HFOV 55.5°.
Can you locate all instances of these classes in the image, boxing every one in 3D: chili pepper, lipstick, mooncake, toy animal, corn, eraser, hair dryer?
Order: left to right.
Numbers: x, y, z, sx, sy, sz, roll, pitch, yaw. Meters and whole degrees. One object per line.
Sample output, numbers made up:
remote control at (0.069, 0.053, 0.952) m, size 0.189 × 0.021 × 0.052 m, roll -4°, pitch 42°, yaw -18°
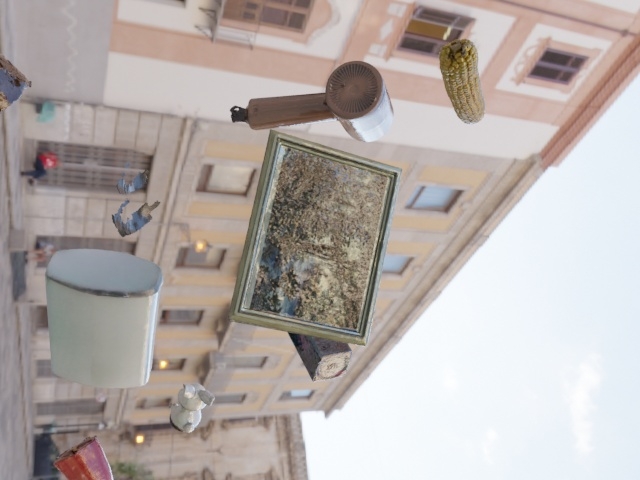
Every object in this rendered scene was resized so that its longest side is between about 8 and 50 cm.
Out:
mooncake at (-0.300, -0.107, 0.556) m, size 0.057 × 0.347 × 0.150 m, roll -9°, pitch -141°, yaw 51°
chili pepper at (-0.435, 0.472, 1.168) m, size 0.169 × 0.088 × 0.065 m, roll 64°, pitch -26°, yaw -3°
eraser at (-0.396, 0.151, 1.112) m, size 0.104 × 0.189 × 0.290 m, roll -95°, pitch -161°, yaw -46°
toy animal at (-0.274, 0.343, 1.286) m, size 0.085 × 0.071 × 0.124 m, roll -102°, pitch -145°, yaw -65°
lipstick at (-0.047, 0.071, 0.885) m, size 0.312 × 0.051 × 0.051 m, roll 55°, pitch -37°, yaw 45°
hair dryer at (-0.012, -0.147, 0.681) m, size 0.117 × 0.181 × 0.064 m, roll 19°, pitch 69°, yaw -78°
corn at (0.385, -0.414, 1.636) m, size 0.313 × 0.102 × 0.102 m, roll 56°, pitch 18°, yaw -55°

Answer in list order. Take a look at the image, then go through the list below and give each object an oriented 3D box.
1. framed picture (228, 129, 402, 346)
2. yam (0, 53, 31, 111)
framed picture at (0.000, 0.000, 0.579) m, size 0.011 × 0.142 × 0.183 m, roll 173°, pitch -69°, yaw -72°
yam at (-0.563, -0.285, 0.858) m, size 0.131 × 0.280 × 0.131 m, roll -21°, pitch -135°, yaw 22°
